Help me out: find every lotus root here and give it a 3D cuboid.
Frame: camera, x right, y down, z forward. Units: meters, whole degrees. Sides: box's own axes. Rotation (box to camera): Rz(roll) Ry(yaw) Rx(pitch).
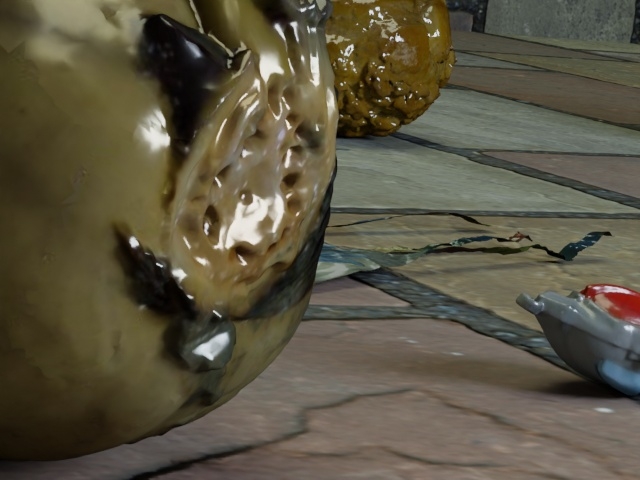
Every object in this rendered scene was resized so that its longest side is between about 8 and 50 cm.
[{"bbox_3d":[-0.130,-0.029,0.605,0.310,0.182,0.183,12,11,42],"label":"lotus root"}]

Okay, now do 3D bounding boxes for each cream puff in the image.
[{"bbox_3d":[0.030,-0.136,1.485,0.165,0.115,0.150,-10,9,-27],"label":"cream puff"}]

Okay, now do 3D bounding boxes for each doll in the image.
[{"bbox_3d":[0.118,0.039,0.737,0.114,0.039,0.057,16,37,-27],"label":"doll"}]

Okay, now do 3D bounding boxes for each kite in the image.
[{"bbox_3d":[0.000,-0.002,0.977,0.310,0.015,0.169,-4,13,-45],"label":"kite"}]
